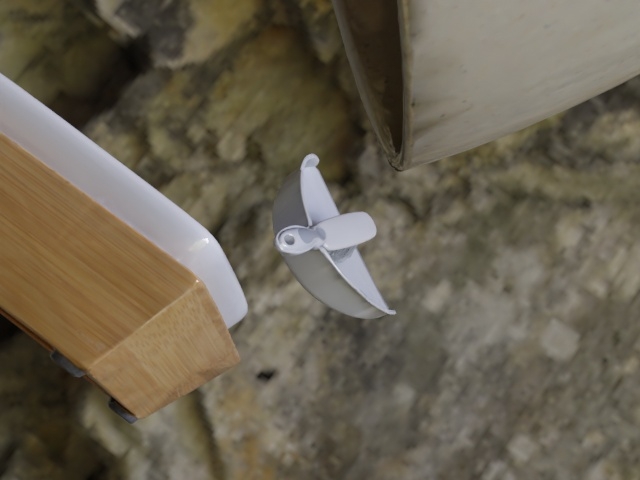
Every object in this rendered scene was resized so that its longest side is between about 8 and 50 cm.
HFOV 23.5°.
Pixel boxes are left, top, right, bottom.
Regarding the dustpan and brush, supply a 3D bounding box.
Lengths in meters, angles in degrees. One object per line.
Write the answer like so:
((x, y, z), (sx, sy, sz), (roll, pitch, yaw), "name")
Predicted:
((0.000, 0.000, 1.187), (0.211, 0.060, 0.147), (-16, 78, -61), "dustpan and brush")

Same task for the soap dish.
((-0.192, -0.008, 1.002), (0.291, 0.118, 0.229), (35, -11, 12), "soap dish")

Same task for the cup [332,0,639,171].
((0.107, -0.208, 0.541), (0.331, 0.237, 0.331), (169, -90, -88), "cup")
